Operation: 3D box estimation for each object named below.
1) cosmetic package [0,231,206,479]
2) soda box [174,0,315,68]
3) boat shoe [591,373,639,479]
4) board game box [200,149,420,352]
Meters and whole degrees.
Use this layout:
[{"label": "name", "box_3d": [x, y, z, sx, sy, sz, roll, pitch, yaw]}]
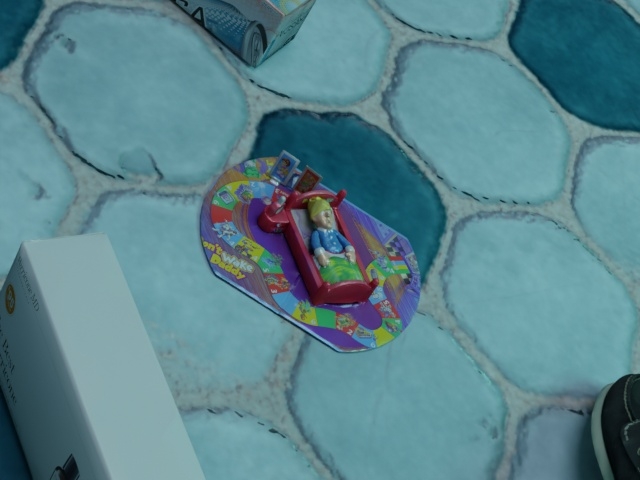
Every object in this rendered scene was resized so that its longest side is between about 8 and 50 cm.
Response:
[{"label": "cosmetic package", "box_3d": [-0.122, 0.120, 0.990, 0.060, 0.099, 0.239, -5, 55, -34]}, {"label": "soda box", "box_3d": [-0.091, -0.217, 1.321, 0.183, 0.063, 0.058, 41, 45, 7]}, {"label": "boat shoe", "box_3d": [0.231, 0.157, 1.151, 0.084, 0.079, 0.233, 44, 22, -17]}, {"label": "board game box", "box_3d": [0.000, 0.000, 1.211, 0.168, 0.033, 0.133, 32, 44, -2]}]
